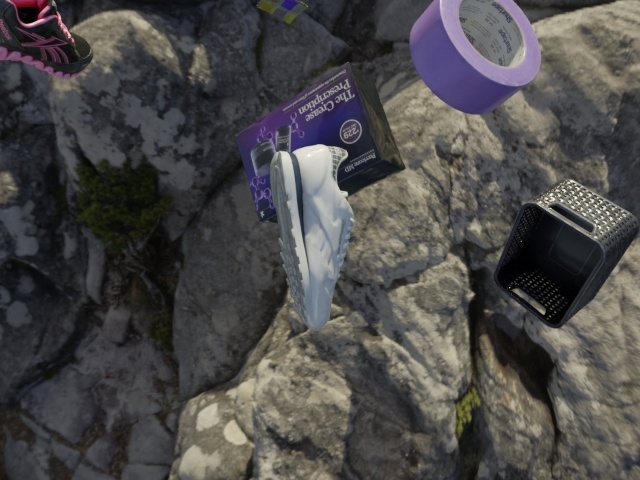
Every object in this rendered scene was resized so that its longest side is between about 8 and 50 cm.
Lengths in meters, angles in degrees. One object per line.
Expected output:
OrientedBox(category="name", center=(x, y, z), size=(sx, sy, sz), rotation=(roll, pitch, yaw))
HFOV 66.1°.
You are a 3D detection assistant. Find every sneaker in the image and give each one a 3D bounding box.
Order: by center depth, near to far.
OrientedBox(category="sneaker", center=(-0.222, -0.168, 0.395), size=(0.057, 0.119, 0.047), rotation=(-36, 89, 19))
OrientedBox(category="sneaker", center=(0.000, 0.000, 0.618), size=(0.090, 0.094, 0.235), rotation=(-151, 53, -63))

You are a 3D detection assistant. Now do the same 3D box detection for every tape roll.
OrientedBox(category="tape roll", center=(0.236, -0.295, 0.751), size=(0.080, 0.189, 0.189), rotation=(-36, 66, 60))

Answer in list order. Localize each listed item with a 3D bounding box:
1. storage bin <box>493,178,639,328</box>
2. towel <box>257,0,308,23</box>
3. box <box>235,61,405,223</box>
OrientedBox(category="storage bin", center=(0.336, 0.021, 0.692), size=(0.084, 0.180, 0.122), rotation=(-30, 54, -25))
OrientedBox(category="towel", center=(-0.071, -0.437, 0.917), size=(0.060, 0.083, 0.009), rotation=(-21, 70, 42))
OrientedBox(category="box", center=(-0.007, -0.159, 0.877), size=(0.261, 0.103, 0.184), rotation=(-25, 78, 29))
